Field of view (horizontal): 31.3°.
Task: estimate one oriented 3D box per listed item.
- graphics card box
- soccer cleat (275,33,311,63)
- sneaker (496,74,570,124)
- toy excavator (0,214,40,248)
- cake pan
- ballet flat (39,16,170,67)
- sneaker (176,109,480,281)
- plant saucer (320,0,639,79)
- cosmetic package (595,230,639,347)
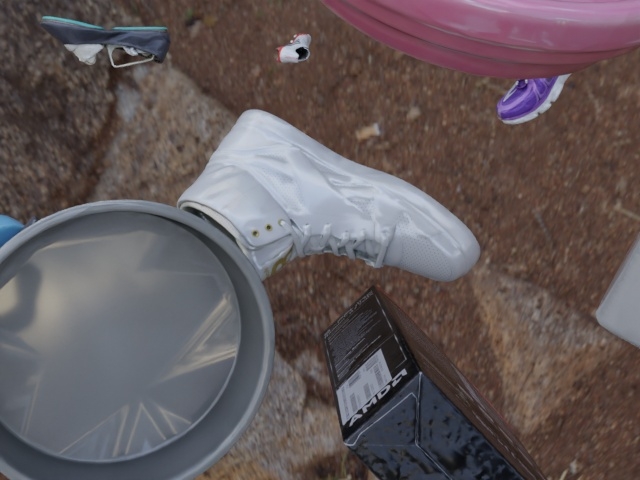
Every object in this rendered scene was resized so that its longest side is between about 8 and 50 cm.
[{"bbox_3d":[0.115,0.182,1.073,0.094,0.371,0.233,-43,99,3],"label":"graphics card box"},{"bbox_3d":[-0.026,-0.241,1.447,0.035,0.029,0.083,15,28,21],"label":"soccer cleat"},{"bbox_3d":[0.279,-0.224,1.452,0.170,0.071,0.068,-50,34,12],"label":"sneaker"},{"bbox_3d":[-0.376,0.088,1.472,0.445,0.433,0.222,33,82,42],"label":"toy excavator"},{"bbox_3d":[-0.188,0.099,1.047,0.293,0.054,0.293,-5,107,-17],"label":"cake pan"},{"bbox_3d":[-0.334,-0.305,1.776,0.203,0.074,0.074,3,66,-17],"label":"ballet flat"},{"bbox_3d":[0.000,0.000,1.147,0.292,0.108,0.169,27,56,12],"label":"sneaker"},{"bbox_3d":[0.106,-0.221,0.814,0.332,0.084,0.332,10,42,-9],"label":"plant saucer"},{"bbox_3d":[0.375,-0.084,0.498,0.327,0.394,0.329,30,63,15],"label":"cosmetic package"}]
